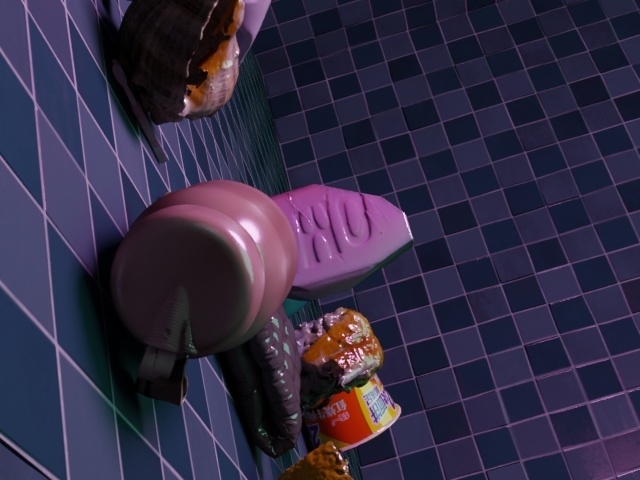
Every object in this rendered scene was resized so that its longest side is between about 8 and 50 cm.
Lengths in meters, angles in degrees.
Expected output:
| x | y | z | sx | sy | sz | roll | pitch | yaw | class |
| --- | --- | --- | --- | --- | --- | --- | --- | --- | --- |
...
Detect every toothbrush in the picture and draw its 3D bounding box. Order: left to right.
| x | y | z | sx | sy | sz | roll | pitch | yaw | class |
| --- | --- | --- | --- | --- | --- | --- | --- | --- | --- |
| -0.238 | -0.168 | 1.434 | 0.194 | 0.014 | 0.017 | 69 | 2 | -51 | toothbrush |

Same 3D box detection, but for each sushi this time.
| x | y | z | sx | sy | sz | roll | pitch | yaw | class |
| --- | --- | --- | --- | --- | --- | --- | --- | --- | --- |
| 0.004 | 0.203 | 1.842 | 0.139 | 0.184 | 0.274 | 61 | -19 | 12 | sushi |

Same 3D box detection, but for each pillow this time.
| x | y | z | sx | sy | sz | roll | pitch | yaw | class |
| --- | --- | --- | --- | --- | --- | --- | --- | --- | --- |
| -0.101 | 0.129 | 1.609 | 0.228 | 0.101 | 0.326 | -91 | 163 | -67 | pillow |

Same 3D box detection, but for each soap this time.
| x | y | z | sx | sy | sz | roll | pitch | yaw | class |
| --- | --- | --- | --- | --- | --- | --- | --- | --- | --- |
| 0.000 | 0.000 | 1.973 | 0.109 | 0.324 | 0.193 | 69 | 5 | -76 | soap |

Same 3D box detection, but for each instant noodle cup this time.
| x | y | z | sx | sy | sz | roll | pitch | yaw | class |
| --- | --- | --- | --- | --- | --- | --- | --- | --- | --- |
| 0.037 | 0.321 | 2.257 | 0.174 | 0.213 | 0.213 | 64 | 4 | -7 | instant noodle cup |

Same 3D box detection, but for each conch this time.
| x | y | z | sx | sy | sz | roll | pitch | yaw | class |
| --- | --- | --- | --- | --- | --- | --- | --- | --- | --- |
| -0.191 | -0.271 | 1.437 | 0.210 | 0.159 | 0.291 | -47 | 159 | -54 | conch |

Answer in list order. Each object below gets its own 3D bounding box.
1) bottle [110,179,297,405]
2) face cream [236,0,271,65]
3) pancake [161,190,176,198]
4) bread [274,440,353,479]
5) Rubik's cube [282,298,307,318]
| x | y | z | sx | sy | sz | roll | pitch | yaw | class |
| --- | --- | --- | --- | --- | --- | --- | --- | --- | --- |
| -0.119 | 0.045 | 1.101 | 0.297 | 0.173 | 0.206 | -79 | -174 | -85 | bottle |
| -0.192 | -0.445 | 2.049 | 0.234 | 0.137 | 0.420 | 65 | -23 | 5 | face cream |
| -0.150 | -0.009 | 1.429 | 0.158 | 0.028 | 0.158 | 33 | 21 | -14 | pancake |
| -0.001 | 0.397 | 1.559 | 0.260 | 0.147 | 0.160 | 77 | -12 | -72 | bread |
| -0.047 | 0.000 | 2.187 | 0.254 | 0.254 | 0.254 | -17 | 90 | -87 | Rubik's cube |
